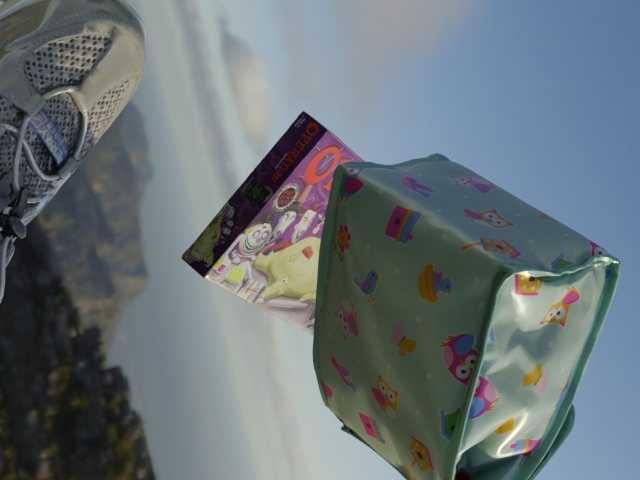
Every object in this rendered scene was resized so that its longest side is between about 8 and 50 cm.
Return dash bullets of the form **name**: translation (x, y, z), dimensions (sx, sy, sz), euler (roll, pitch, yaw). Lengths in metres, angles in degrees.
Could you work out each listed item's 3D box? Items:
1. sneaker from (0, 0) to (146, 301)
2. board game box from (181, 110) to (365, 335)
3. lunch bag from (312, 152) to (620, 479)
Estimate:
- **sneaker**: translation (-0.172, -0.005, 0.611), dimensions (0.115, 0.281, 0.105), euler (30, -17, 36)
- **board game box**: translation (0.000, 0.000, 1.478), dimensions (0.056, 0.208, 0.347), euler (37, 2, 30)
- **lunch bag**: translation (0.103, 0.088, 1.067), dimensions (0.223, 0.160, 0.262), euler (35, -57, 44)
